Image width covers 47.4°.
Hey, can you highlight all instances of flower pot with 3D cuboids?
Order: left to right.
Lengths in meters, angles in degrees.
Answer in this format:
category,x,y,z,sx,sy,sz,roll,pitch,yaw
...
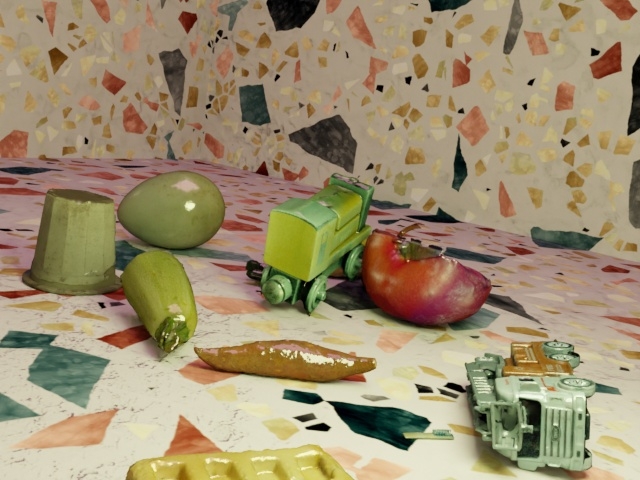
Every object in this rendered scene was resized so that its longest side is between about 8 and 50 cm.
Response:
category,x,y,z,sx,sy,sz,roll,pitch,yaw
flower pot,-0.526,-0.002,1.594,0.212,0.202,0.212,12,9,-2

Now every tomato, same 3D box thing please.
category,x,y,z,sx,sy,sz,roll,pitch,yaw
tomato,0.240,0.112,1.701,0.335,0.176,0.290,21,-4,46

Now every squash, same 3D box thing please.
category,x,y,z,sx,sy,sz,roll,pitch,yaw
squash,-0.278,0.139,1.362,0.137,0.137,0.287,2,25,-29

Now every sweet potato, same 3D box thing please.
category,x,y,z,sx,sy,sz,roll,pitch,yaw
sweet potato,-0.061,0.201,1.259,0.314,0.066,0.072,8,43,-4

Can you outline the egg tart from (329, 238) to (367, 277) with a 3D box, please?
category,x,y,z,sx,sy,sz,roll,pitch,yaw
egg tart,0.023,0.008,2.133,0.345,0.132,0.345,6,10,-1

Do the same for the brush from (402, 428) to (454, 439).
category,x,y,z,sx,sy,sz,roll,pitch,yaw
brush,0.166,0.296,1.115,0.084,0.013,0.016,4,14,-16

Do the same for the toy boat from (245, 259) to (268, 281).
category,x,y,z,sx,sy,sz,roll,pitch,yaw
toy boat,-0.086,0.090,1.834,0.210,0.052,0.104,9,9,5

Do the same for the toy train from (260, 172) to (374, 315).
category,x,y,z,sx,sy,sz,roll,pitch,yaw
toy train,0.000,0.000,1.696,0.160,0.253,0.397,22,28,21

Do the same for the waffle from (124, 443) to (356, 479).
category,x,y,z,sx,sy,sz,roll,pitch,yaw
waffle,-0.076,0.295,0.818,0.274,0.057,0.168,3,12,-25

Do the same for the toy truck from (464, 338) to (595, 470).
category,x,y,z,sx,sy,sz,roll,pitch,yaw
toy truck,0.323,0.256,1.156,0.184,0.133,0.338,1,7,11

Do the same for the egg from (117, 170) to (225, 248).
category,x,y,z,sx,sy,sz,roll,pitch,yaw
egg,-0.413,-0.084,2.021,0.296,0.218,0.218,-1,13,-9

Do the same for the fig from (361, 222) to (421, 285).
category,x,y,z,sx,sy,sz,roll,pitch,yaw
fig,0.187,0.043,1.910,0.134,0.201,0.146,22,20,29
